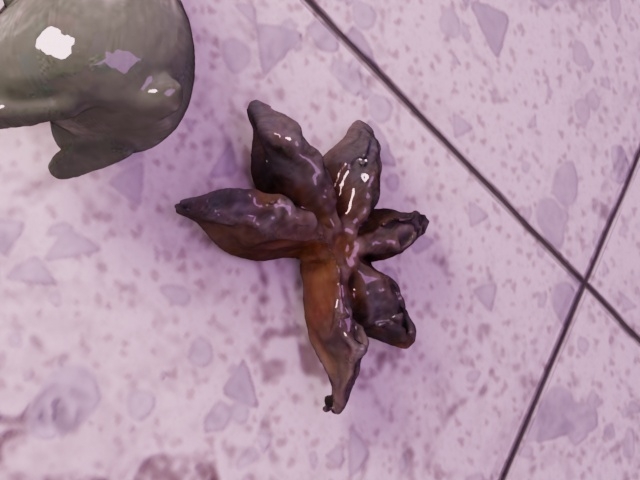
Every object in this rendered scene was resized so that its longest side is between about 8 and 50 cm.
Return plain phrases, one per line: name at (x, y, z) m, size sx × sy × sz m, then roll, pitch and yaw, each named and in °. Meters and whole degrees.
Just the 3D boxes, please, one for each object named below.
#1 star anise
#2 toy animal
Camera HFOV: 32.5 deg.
star anise at (0.011, -0.008, 0.750) m, size 0.172 × 0.063 × 0.208 m, roll -45°, pitch 109°, yaw -34°
toy animal at (-0.129, -0.152, 0.644) m, size 0.108 × 0.138 × 0.236 m, roll 54°, pitch 35°, yaw -53°
